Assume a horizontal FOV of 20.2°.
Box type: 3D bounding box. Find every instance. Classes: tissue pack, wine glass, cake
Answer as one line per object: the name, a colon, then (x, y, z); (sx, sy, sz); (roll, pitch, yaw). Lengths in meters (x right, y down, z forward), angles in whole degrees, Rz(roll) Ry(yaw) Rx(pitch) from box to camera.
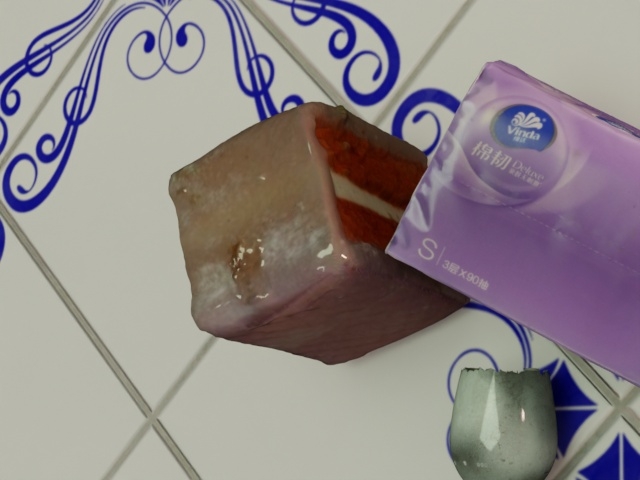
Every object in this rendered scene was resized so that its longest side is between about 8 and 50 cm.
tissue pack: (0.275, -0.015, 1.917); (0.338, 0.160, 0.242); (28, 101, 10)
wine glass: (0.205, 0.263, 2.019); (0.126, 0.126, 0.241); (0, 85, 37)
cake: (0.000, 0.000, 2.111); (0.230, 0.309, 0.237); (-23, 65, 27)
